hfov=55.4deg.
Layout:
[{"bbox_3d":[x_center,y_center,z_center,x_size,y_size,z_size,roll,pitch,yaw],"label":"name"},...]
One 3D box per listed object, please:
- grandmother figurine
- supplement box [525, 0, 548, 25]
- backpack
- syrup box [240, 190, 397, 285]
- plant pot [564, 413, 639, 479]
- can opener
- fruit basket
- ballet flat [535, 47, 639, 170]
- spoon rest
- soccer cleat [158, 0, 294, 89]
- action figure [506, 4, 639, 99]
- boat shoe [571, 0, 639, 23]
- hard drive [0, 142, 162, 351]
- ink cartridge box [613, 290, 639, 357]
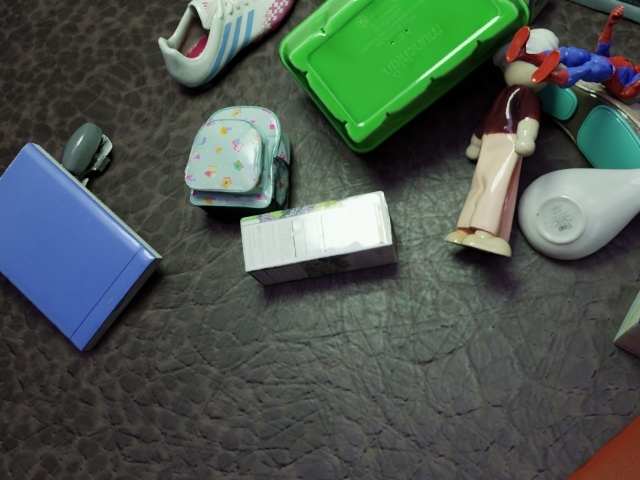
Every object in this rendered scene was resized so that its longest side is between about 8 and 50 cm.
[{"bbox_3d":[0.280,-0.152,0.925,0.104,0.208,0.342,16,92,-20],"label":"grandmother figurine"},{"bbox_3d":[0.349,-0.436,1.061,0.083,0.083,0.056,36,83,22],"label":"supplement box"},{"bbox_3d":[-0.136,-0.138,1.044,0.166,0.144,0.188,2,69,20],"label":"backpack"},{"bbox_3d":[0.000,0.000,0.989,0.237,0.093,0.096,-12,69,9],"label":"syrup box"},{"bbox_3d":[0.430,0.358,0.691,0.267,0.235,0.267,-40,67,-3],"label":"plant pot"},{"bbox_3d":[-0.499,-0.097,1.137,0.076,0.095,0.283,31,80,21],"label":"can opener"},{"bbox_3d":[0.122,-0.357,1.017,0.392,0.392,0.283,-40,100,-2],"label":"fruit basket"},{"bbox_3d":[0.435,-0.205,0.958,0.106,0.107,0.316,-26,67,-26],"label":"ballet flat"},{"bbox_3d":[0.416,-0.057,0.874,0.276,0.084,0.137,-22,89,41],"label":"spoon rest"},{"bbox_3d":[-0.165,-0.429,1.146,0.116,0.143,0.331,38,83,21],"label":"soccer cleat"},{"bbox_3d":[0.397,-0.268,0.835,0.091,0.280,0.139,58,133,32],"label":"action figure"},{"bbox_3d":[0.511,-0.480,1.012,0.367,0.136,0.156,30,81,17],"label":"boat shoe"},{"bbox_3d":[-0.458,0.009,1.070,0.319,0.040,0.210,40,96,10],"label":"hard drive"},{"bbox_3d":[0.490,0.099,0.798,0.128,0.176,0.127,30,78,20],"label":"ink cartridge box"}]
